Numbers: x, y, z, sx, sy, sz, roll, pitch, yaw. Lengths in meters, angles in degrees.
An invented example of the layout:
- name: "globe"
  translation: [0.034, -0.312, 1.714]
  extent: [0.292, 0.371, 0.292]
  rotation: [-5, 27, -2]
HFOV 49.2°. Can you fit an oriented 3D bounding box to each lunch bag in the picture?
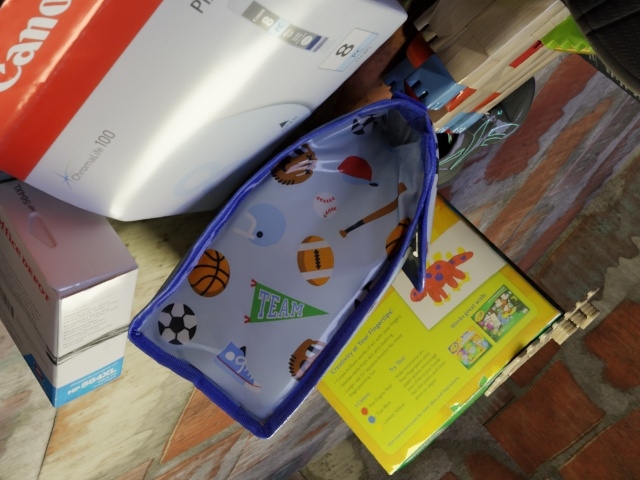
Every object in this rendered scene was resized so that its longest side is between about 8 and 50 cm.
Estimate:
- name: "lunch bag"
  translation: [0.000, 0.000, 0.864]
  extent: [0.385, 0.239, 0.328]
  rotation: [-54, -179, 6]

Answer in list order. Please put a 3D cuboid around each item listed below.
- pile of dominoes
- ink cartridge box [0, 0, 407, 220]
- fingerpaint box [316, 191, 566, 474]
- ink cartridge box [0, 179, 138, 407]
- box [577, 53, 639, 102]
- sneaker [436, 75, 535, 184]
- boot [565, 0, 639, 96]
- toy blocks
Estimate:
- name: "pile of dominoes"
  translation: [0.431, 0.203, 1.327]
  extent: [0.251, 0.040, 0.196]
  rotation: [-37, 159, -16]
- name: "ink cartridge box"
  translation: [-0.131, -0.127, 0.567]
  extent: [0.308, 0.091, 0.385]
  rotation: [-40, 169, 29]
- name: "fingerpaint box"
  translation: [0.190, 0.168, 1.401]
  extent: [0.444, 0.371, 0.163]
  rotation: [-48, 159, 12]
- name: "ink cartridge box"
  translation: [-0.266, 0.051, 0.715]
  extent: [0.086, 0.148, 0.203]
  rotation: [-22, 152, -37]
- name: "box"
  translation: [0.682, -0.361, 1.207]
  extent: [0.293, 0.395, 0.212]
  rotation: [-47, 158, 11]
- name: "sneaker"
  translation: [0.263, -0.200, 1.204]
  extent: [0.267, 0.101, 0.106]
  rotation: [-45, 156, 7]
- name: "boot"
  translation: [0.315, -0.313, 0.757]
  extent: [0.138, 0.377, 0.284]
  rotation: [-32, 170, 24]
- name: "toy blocks"
  translation: [0.211, -0.251, 0.957]
  extent: [0.261, 0.190, 0.381]
  rotation: [-38, 170, 26]
